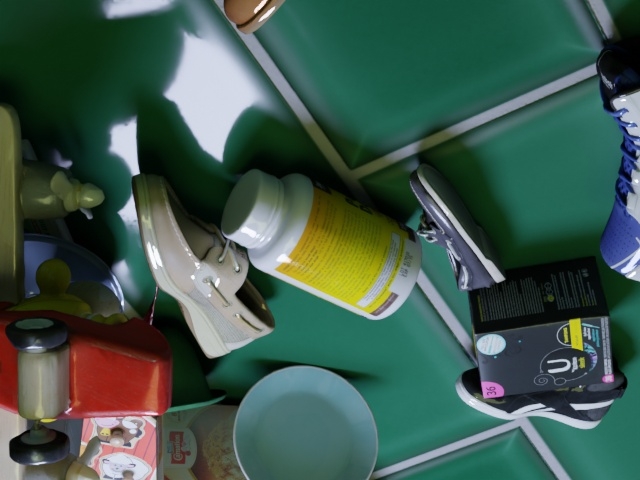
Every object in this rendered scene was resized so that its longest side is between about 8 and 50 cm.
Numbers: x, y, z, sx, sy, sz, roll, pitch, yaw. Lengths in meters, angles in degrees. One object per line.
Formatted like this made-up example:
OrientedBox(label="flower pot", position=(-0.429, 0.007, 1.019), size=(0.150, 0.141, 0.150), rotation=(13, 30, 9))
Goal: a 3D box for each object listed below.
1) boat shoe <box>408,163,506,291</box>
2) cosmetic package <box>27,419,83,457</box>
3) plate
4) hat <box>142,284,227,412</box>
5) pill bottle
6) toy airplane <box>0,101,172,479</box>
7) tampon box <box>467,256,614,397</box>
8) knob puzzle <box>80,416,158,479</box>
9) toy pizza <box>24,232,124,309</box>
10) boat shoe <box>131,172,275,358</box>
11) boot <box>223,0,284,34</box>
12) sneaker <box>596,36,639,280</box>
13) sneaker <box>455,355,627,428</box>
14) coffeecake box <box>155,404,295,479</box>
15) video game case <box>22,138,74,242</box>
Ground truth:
OrientedBox(label="boat shoe", position=(0.144, -0.007, 1.715), size=(0.065, 0.075, 0.206), rotation=(-26, 134, 16))
OrientedBox(label="cosmetic package", position=(-0.357, 0.237, 1.808), size=(0.127, 0.238, 0.107), rotation=(-1, 131, 2))
OrientedBox(label="plate", position=(-0.020, 0.250, 1.886), size=(0.188, 0.188, 0.024), rotation=(10, 158, -12))
OrientedBox(label="hat", position=(-0.206, 0.114, 1.838), size=(0.208, 0.184, 0.173), rotation=(-7, -179, 40))
OrientedBox(label="pill bottle", position=(0.000, 0.000, 1.683), size=(0.215, 0.117, 0.117), rotation=(25, 127, -25))
OrientedBox(label="toy airplane", position=(-0.337, 0.104, 1.615), size=(0.386, 0.384, 0.272), rotation=(-46, 163, 33))
OrientedBox(label="tampon box", position=(0.264, 0.107, 1.807), size=(0.161, 0.101, 0.120), rotation=(-9, 132, 6))
OrientedBox(label="knob puzzle", position=(-0.287, 0.273, 1.985), size=(0.213, 0.030, 0.213), rotation=(-1, 133, -1))
OrientedBox(label="toy pizza", position=(-0.329, 0.063, 1.749), size=(0.201, 0.032, 0.201), rotation=(0, 131, 0))
OrientedBox(label="boat shoe", position=(-0.132, 0.023, 1.710), size=(0.098, 0.109, 0.302), rotation=(-17, 138, 6))
OrientedBox(label="boot", position=(-0.099, -0.337, 1.365), size=(0.220, 0.109, 0.283), rotation=(15, 129, -18))
OrientedBox(label="sneaker", position=(0.355, -0.122, 1.596), size=(0.182, 0.127, 0.316), rotation=(19, 123, -15))
OrientedBox(label="sneaker", position=(0.285, 0.164, 1.888), size=(0.216, 0.079, 0.121), rotation=(11, 129, -24))
OrientedBox(label="coffeecake box", position=(-0.116, 0.286, 1.916), size=(0.185, 0.142, 0.068), rotation=(4, 139, -13))
OrientedBox(label="video game case", position=(-0.391, -0.015, 1.714), size=(0.193, 0.023, 0.212), rotation=(-10, 132, 7))
